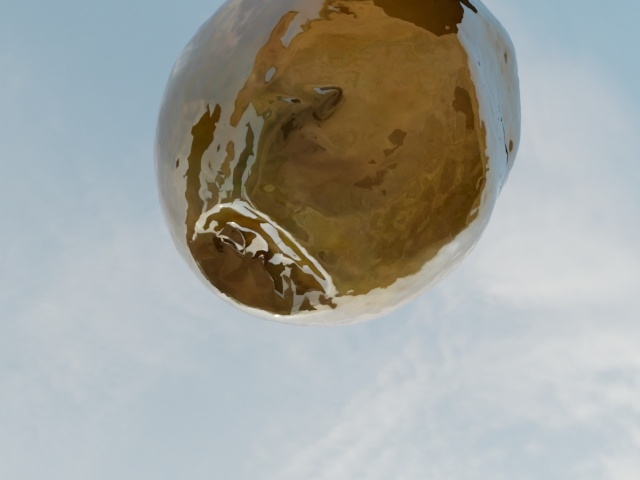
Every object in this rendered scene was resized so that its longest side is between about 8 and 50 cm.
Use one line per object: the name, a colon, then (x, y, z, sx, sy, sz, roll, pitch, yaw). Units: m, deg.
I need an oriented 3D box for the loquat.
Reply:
loquat: (0.013, -0.060, 0.486, 0.179, 0.179, 0.227, 49, -132, -18)
